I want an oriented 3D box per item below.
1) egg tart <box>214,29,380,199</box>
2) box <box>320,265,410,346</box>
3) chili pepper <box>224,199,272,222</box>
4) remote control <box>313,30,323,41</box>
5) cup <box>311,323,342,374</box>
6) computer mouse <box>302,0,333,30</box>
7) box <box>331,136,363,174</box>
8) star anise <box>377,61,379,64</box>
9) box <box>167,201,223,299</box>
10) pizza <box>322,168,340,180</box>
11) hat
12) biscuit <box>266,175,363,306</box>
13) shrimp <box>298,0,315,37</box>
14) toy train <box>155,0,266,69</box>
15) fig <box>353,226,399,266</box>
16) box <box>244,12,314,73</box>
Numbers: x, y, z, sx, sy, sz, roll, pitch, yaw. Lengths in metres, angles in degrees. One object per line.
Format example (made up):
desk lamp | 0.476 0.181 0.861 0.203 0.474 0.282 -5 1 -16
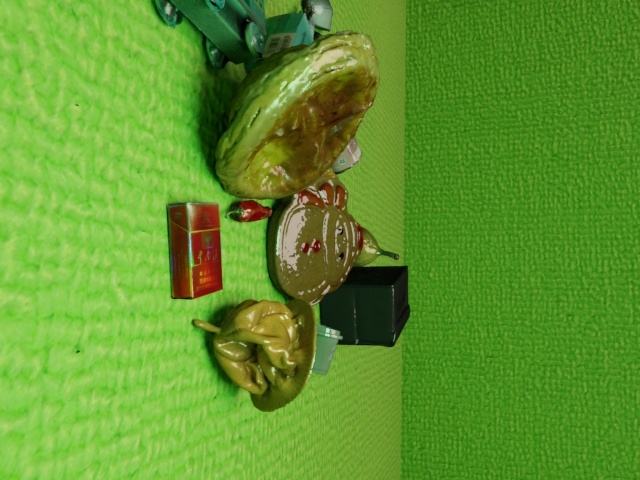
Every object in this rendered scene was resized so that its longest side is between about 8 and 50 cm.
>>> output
egg tart | -0.059 -0.278 1.090 0.443 0.178 0.443 -38 162 -14
box | 0.164 0.217 1.762 0.345 0.251 0.204 -26 113 -70
chili pepper | -0.158 -0.067 1.137 0.191 0.059 0.050 -12 94 -68
remote control | -0.015 -0.575 1.465 0.166 0.029 0.065 -122 -163 -52
cup | -0.005 0.323 1.498 0.120 0.120 0.141 39 66 -66
computer mouse | 0.009 -0.735 1.616 0.229 0.069 0.113 -45 133 -64
box | 0.049 -0.290 1.550 0.135 0.151 0.151 55 37 -34
star anise | 0.049 -0.520 1.549 0.283 0.213 0.129 -24 126 -61
box | -0.230 0.016 0.939 0.112 0.048 0.175 -15 103 -70
pizza | -0.013 -0.115 1.505 0.223 0.090 0.323 13 79 -63
hat | -0.165 0.207 1.028 0.233 0.244 0.233 29 25 -35
biscuit | 0.000 0.000 1.398 0.381 0.074 0.358 -9 103 -47
shrimp | -0.053 -0.615 1.437 0.090 0.079 0.232 125 -21 -55
toy train | -0.201 -0.462 0.950 0.298 0.120 0.194 27 57 -68
fig | 0.162 0.045 1.842 0.143 0.231 0.160 -39 147 -14
box | -0.066 -0.399 1.320 0.311 0.118 0.205 66 32 -48
